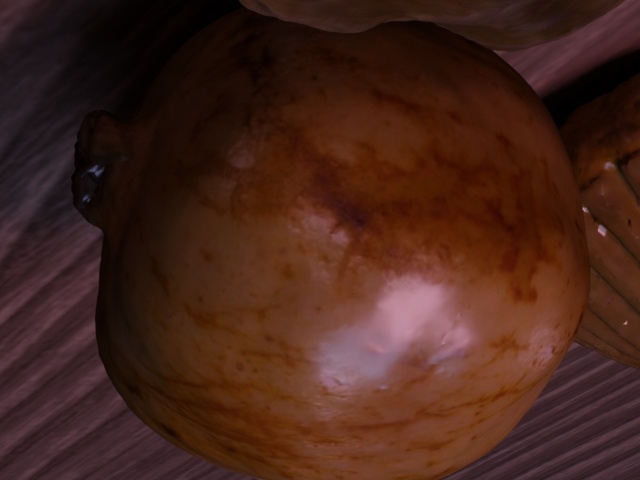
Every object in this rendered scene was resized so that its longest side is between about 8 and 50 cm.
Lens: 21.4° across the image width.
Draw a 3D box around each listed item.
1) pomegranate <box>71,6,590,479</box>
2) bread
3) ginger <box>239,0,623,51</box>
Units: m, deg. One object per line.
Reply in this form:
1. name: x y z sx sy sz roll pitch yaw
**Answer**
1. pomegranate: 0.000 0.000 0.753 0.248 0.248 0.248 -12 157 -5
2. bread: 0.237 -0.008 0.975 0.274 0.149 0.274 -18 156 -8
3. ginger: 0.061 -0.129 0.623 0.219 0.123 0.270 -16 158 -4
